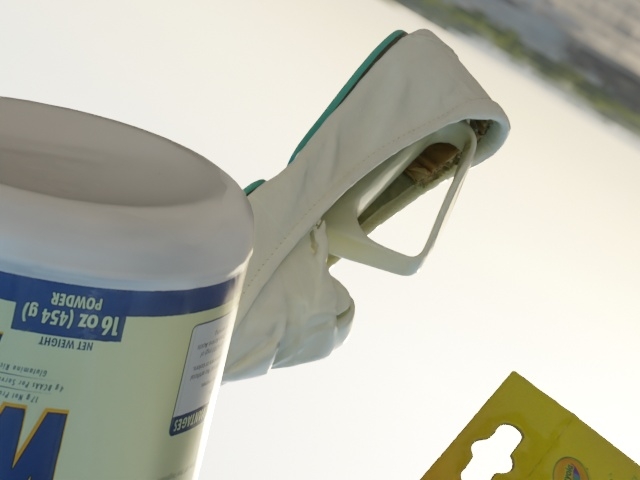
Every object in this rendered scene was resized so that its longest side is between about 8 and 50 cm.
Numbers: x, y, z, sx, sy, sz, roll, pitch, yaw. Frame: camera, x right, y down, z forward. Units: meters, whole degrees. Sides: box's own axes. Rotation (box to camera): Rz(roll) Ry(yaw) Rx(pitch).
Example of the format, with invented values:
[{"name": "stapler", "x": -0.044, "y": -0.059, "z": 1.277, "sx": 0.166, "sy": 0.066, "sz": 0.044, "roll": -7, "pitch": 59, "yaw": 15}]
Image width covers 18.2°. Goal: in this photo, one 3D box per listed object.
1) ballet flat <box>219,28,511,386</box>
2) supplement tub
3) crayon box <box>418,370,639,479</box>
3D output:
[{"name": "ballet flat", "x": 0.000, "y": 0.000, "z": 1.397, "sx": 0.139, "sy": 0.400, "sz": 0.139, "roll": 30, "pitch": 147, "yaw": 22}, {"name": "supplement tub", "x": -0.180, "y": 0.102, "z": 1.106, "sx": 0.235, "sy": 0.325, "sz": 0.235, "roll": 13, "pitch": -165, "yaw": -4}, {"name": "crayon box", "x": 0.199, "y": 0.243, "z": 1.290, "sx": 0.318, "sy": 0.081, "sz": 0.202, "roll": 39, "pitch": -146, "yaw": 9}]
